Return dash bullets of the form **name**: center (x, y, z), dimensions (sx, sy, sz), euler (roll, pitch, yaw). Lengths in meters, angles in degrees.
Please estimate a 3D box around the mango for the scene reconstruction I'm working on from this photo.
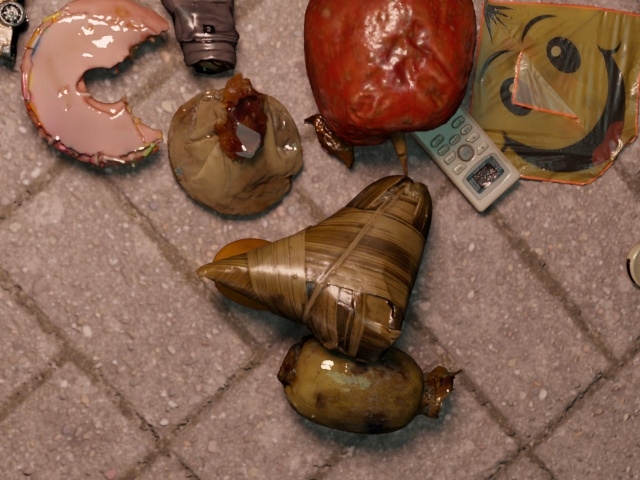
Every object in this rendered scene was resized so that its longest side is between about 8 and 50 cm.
- **mango**: center (-0.069, 0.052, 1.636), dimensions (0.184, 0.085, 0.102), euler (9, 87, -23)

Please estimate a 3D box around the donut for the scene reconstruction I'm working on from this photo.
- **donut**: center (-0.311, -0.219, 1.557), dimensions (0.199, 0.085, 0.232), euler (4, 95, -12)

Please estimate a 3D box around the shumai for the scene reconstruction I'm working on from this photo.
- **shumai**: center (-0.112, -0.133, 1.589), dimensions (0.201, 0.120, 0.201), euler (-1, 93, -13)

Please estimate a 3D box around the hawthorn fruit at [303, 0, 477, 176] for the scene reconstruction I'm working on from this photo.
- **hawthorn fruit**: center (0.092, -0.260, 1.547), dimensions (0.258, 0.258, 0.261), euler (12, 65, -12)

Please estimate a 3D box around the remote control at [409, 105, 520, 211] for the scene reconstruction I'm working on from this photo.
- **remote control**: center (0.209, -0.139, 1.690), dimensions (0.087, 0.029, 0.190), euler (-41, 98, -1)

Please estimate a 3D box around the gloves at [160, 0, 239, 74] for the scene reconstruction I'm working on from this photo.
- **gloves**: center (-0.175, -0.369, 1.555), dimensions (0.142, 0.119, 0.285), euler (-7, 107, -22)

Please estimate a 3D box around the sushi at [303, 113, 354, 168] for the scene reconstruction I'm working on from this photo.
- **sushi**: center (0.021, -0.150, 1.652), dimensions (0.050, 0.047, 0.099), euler (-33, 84, -18)

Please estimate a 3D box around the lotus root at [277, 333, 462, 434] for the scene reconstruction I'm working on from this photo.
- **lotus root**: center (0.075, 0.213, 1.647), dimensions (0.278, 0.154, 0.154), euler (11, 93, -15)

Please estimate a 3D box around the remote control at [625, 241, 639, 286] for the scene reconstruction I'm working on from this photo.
- **remote control**: center (0.582, 0.016, 1.780), dimensions (0.221, 0.042, 0.078), euler (-18, 100, -8)

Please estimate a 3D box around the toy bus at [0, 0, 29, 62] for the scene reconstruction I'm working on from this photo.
- **toy bus**: center (-0.441, -0.337, 1.517), dimensions (0.103, 0.091, 0.182), euler (8, 92, -10)

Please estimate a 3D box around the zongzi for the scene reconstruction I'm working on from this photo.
- **zongzi**: center (0.000, 0.000, 1.584), dimensions (0.288, 0.134, 0.286), euler (20, 57, -1)

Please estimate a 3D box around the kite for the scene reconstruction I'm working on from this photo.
- **kite**: center (0.352, -0.241, 1.723), dimensions (0.377, 0.013, 0.327), euler (-44, 101, -3)
